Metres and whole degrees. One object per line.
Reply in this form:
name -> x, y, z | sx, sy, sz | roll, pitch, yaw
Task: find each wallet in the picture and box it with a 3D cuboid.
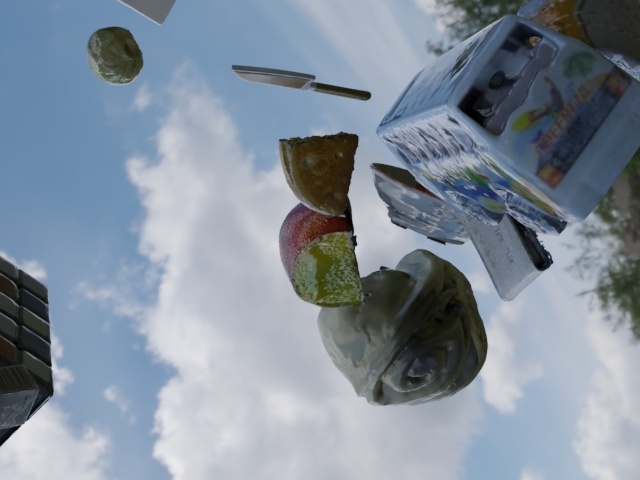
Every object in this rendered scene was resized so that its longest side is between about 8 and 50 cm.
wallet -> 0.218, -0.037, 1.203 | 0.167, 0.036, 0.222 | 108, 139, -72

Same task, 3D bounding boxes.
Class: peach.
peach -> -0.006, 0.003, 1.756 | 0.267, 0.154, 0.158 | 76, 177, -48

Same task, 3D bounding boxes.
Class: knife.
knife -> -0.026, -0.253, 1.457 | 0.256, 0.046, 0.022 | 5, -105, -29

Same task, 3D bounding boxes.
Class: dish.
dish -> 0.193, -0.051, 1.588 | 0.260, 0.260, 0.085 | -7, -60, -65

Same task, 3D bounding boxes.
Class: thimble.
thimble -> 0.281, -0.197, 0.981 | 0.151, 0.127, 0.117 | 24, -129, -31

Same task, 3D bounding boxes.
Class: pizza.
pizza -> 0.003, -0.113, 1.359 | 0.178, 0.131, 0.041 | 34, 177, -43

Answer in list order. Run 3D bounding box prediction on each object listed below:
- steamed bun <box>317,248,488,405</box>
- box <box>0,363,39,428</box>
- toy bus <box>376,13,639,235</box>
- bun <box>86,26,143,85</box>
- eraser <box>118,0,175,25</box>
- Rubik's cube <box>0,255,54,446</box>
steamed bun -> 0.199, 0.201, 1.957 | 0.352, 0.339, 0.247 | 58, 168, -21
box -> -0.380, 0.163, 0.882 | 0.218, 0.055, 0.039 | -3, -140, -48
toy bus -> 0.134, -0.084, 0.727 | 0.136, 0.109, 0.330 | 33, 179, -6
bun -> -0.282, -0.258, 1.285 | 0.086, 0.055, 0.086 | 4, -95, -45
eraser -> -0.334, -0.426, 1.421 | 0.078, 0.076, 0.298 | 34, -173, 22
Rubik's cube -> -0.551, 0.149, 1.205 | 0.293, 0.292, 0.287 | 38, -171, -29
